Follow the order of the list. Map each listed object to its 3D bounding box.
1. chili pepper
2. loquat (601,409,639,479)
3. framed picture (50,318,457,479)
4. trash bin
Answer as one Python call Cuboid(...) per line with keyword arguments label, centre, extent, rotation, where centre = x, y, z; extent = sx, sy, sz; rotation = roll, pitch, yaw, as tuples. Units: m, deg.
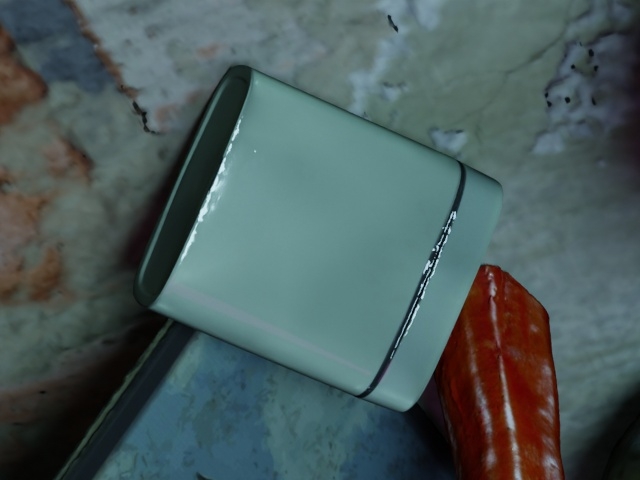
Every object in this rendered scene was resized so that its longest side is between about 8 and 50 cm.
Cuboid(label="chili pepper", centre=(0.087, 0.096, 0.819), extent=(0.065, 0.169, 0.088), rotation=(-15, 128, 8))
Cuboid(label="loquat", centre=(0.220, 0.165, 0.887), extent=(0.179, 0.179, 0.227), rotation=(1, 122, -5))
Cuboid(label="framed picture", centre=(-0.055, 0.194, 0.826), extent=(0.016, 0.347, 0.265), rotation=(8, 144, 45))
Cuboid(label="trash bin", centre=(0.000, 0.000, 0.778), extent=(0.130, 0.059, 0.116), rotation=(24, 89, -21))
